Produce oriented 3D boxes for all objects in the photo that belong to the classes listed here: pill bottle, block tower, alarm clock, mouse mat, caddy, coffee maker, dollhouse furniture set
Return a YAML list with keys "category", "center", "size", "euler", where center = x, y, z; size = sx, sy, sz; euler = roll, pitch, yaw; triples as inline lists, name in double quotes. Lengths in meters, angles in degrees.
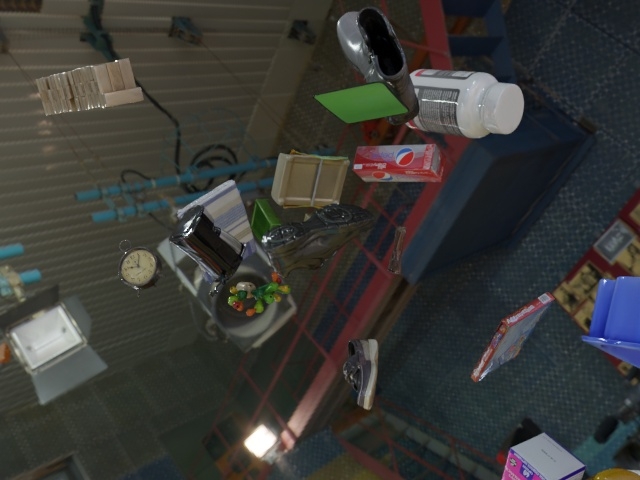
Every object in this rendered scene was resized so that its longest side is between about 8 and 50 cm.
- category: "pill bottle"
  center: [0.387, -0.376, 1.794]
  size: [0.176, 0.318, 0.177]
  euler: [-15, -67, -38]
- category: "block tower"
  center: [-0.534, -0.348, 1.488]
  size: [0.090, 0.335, 0.097]
  euler: [-26, -66, -40]
- category: "alarm clock"
  center: [-0.578, 0.075, 2.061]
  size: [0.129, 0.192, 0.064]
  euler: [-36, -16, -5]
- category: "mouse mat"
  center: [0.086, -0.280, 1.331]
  size: [0.152, 0.007, 0.189]
  euler: [-6, -11, 24]
- category: "caddy"
  center: [0.676, 0.173, 1.225]
  size: [0.241, 0.340, 0.179]
  euler: [31, -114, -80]
- category: "coffee maker"
  center: [-0.298, 0.021, 1.713]
  size: [0.120, 0.171, 0.178]
  euler: [-30, -55, 24]
- category: "dollhouse furniture set"
  center: [-0.062, -0.131, 1.854]
  size: [0.197, 0.151, 0.302]
  euler: [1, -61, -25]

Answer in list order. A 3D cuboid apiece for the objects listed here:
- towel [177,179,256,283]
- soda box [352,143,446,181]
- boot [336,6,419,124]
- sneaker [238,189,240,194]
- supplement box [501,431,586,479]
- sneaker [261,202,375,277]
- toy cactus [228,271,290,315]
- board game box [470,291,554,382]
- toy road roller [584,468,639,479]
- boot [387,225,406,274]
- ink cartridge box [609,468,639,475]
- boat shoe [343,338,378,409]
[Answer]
- category: "towel"
  center: [-0.308, -0.025, 1.982]
  size: [0.209, 0.034, 0.285]
  euler: [-36, -47, -25]
- category: "soda box"
  center: [0.234, -0.229, 1.942]
  size: [0.092, 0.263, 0.084]
  euler: [35, -115, -52]
- category: "boot"
  center: [0.118, -0.435, 1.416]
  size: [0.118, 0.338, 0.223]
  euler: [-30, -27, 2]
- category: "sneaker"
  center: [-0.294, -0.081, 2.283]
  size: [0.082, 0.210, 0.069]
  euler: [-5, -6, -39]
- category: "supplement box"
  center: [0.452, 0.536, 1.366]
  size: [0.113, 0.111, 0.220]
  euler: [-11, -61, -30]
- category: "sneaker"
  center: [0.000, 0.000, 1.592]
  size: [0.286, 0.109, 0.130]
  euler: [-18, -55, -7]
- category: "toy cactus"
  center: [-0.206, 0.154, 2.006]
  size: [0.218, 0.180, 0.112]
  euler: [-23, -68, -33]
- category: "board game box"
  center: [0.453, 0.236, 1.554]
  size: [0.145, 0.027, 0.281]
  euler: [-25, -31, -22]
- category: "toy road roller"
  center: [0.660, 0.564, 1.292]
  size: [0.329, 0.241, 0.203]
  euler: [-13, -29, -15]
- category: "boot"
  center: [0.200, 0.022, 1.667]
  size: [0.106, 0.037, 0.114]
  euler: [-101, 24, -73]
- category: "ink cartridge box"
  center: [0.969, 0.770, 1.942]
  size: [0.203, 0.148, 0.086]
  euler: [-2, -26, 18]
- category: "boat shoe"
  center: [0.106, 0.354, 1.758]
  size: [0.285, 0.092, 0.103]
  euler: [-76, -6, -66]
